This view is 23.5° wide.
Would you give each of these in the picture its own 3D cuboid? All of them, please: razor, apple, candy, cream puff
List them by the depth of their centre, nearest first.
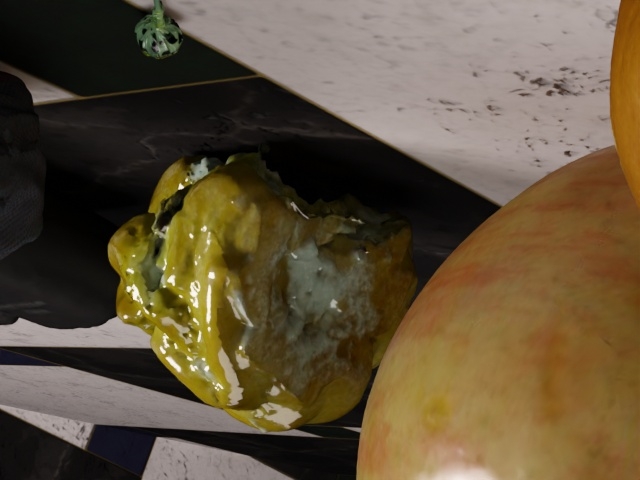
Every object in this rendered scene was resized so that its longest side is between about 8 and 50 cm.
[{"bbox_3d":[-0.085,-0.118,0.783,0.023,0.025,0.083,-19,159,-7],"label":"candy"},{"bbox_3d":[0.220,0.135,0.864,0.391,0.391,0.346,18,173,-36],"label":"apple"},{"bbox_3d":[-0.049,0.035,1.087,0.221,0.195,0.194,24,159,-39],"label":"cream puff"},{"bbox_3d":[-0.301,-0.012,1.157,0.189,0.107,0.327,-6,162,44],"label":"razor"}]

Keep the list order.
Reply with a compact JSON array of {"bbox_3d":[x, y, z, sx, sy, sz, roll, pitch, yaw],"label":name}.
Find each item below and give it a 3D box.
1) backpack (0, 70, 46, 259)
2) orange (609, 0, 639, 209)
[{"bbox_3d":[-0.319,-0.020,0.828,0.283,0.197,0.317,-4,-170,9],"label":"backpack"},{"bbox_3d":[0.221,-0.045,0.543,0.249,0.183,0.249,6,168,1],"label":"orange"}]
